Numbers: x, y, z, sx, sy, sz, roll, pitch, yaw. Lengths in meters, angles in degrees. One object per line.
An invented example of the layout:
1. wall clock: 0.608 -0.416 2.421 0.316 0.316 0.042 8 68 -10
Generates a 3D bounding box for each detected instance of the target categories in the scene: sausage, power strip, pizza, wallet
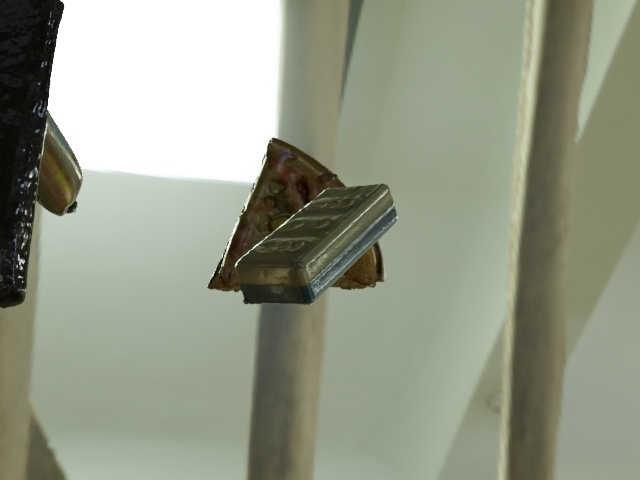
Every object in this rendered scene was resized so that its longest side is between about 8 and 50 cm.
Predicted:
1. sausage: -0.325 -0.139 1.336 0.082 0.082 0.371 -7 -34 11
2. power strip: 0.000 0.000 0.846 0.056 0.123 0.032 0 -63 36
3. pizza: -0.041 -0.012 1.252 0.176 0.184 0.036 -22 -15 -18
4. wallet: -0.278 -0.077 0.970 0.146 0.285 0.030 -4 -31 8
